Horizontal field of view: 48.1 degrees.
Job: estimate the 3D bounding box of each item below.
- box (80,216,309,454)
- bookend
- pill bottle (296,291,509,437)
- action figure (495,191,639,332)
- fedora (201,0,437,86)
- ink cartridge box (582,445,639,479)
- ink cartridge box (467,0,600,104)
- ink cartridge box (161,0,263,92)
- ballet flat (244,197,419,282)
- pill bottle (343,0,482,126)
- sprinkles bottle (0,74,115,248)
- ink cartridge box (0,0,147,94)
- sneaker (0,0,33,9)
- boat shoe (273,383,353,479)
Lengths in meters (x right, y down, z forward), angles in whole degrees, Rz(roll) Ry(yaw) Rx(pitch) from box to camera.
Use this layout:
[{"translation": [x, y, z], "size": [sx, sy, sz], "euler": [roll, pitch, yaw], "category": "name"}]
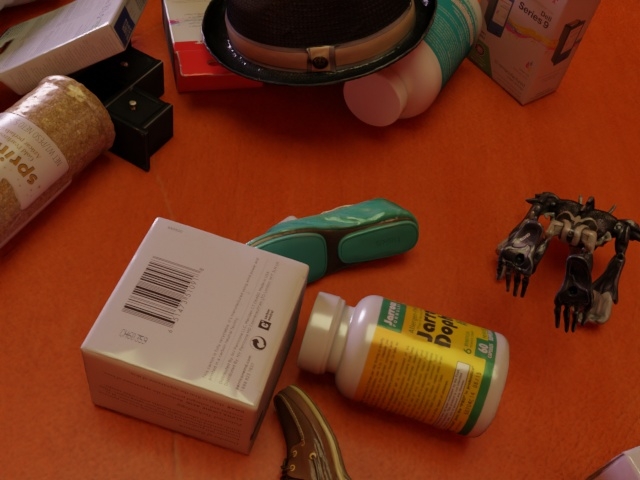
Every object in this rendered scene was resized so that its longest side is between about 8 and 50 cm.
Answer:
[{"translation": [-0.126, 0.099, 0.758], "size": [0.182, 0.119, 0.180], "euler": [18, 51, 3], "category": "box"}, {"translation": [-0.257, -0.198, 0.996], "size": [0.157, 0.072, 0.156], "euler": [29, 53, 12], "category": "bookend"}, {"translation": [0.086, 0.127, 0.775], "size": [0.209, 0.117, 0.117], "euler": [17, 52, 4], "category": "pill bottle"}, {"translation": [0.301, 0.019, 0.891], "size": [0.164, 0.140, 0.276], "euler": [28, 26, 22], "category": "action figure"}, {"translation": [-0.011, -0.355, 0.965], "size": [0.334, 0.152, 0.333], "euler": [-4, 53, 6], "category": "fedora"}, {"translation": [0.450, 0.287, 0.707], "size": [0.308, 0.129, 0.223], "euler": [-12, 56, -18], "category": "ink cartridge box"}, {"translation": [0.330, -0.348, 1.127], "size": [0.093, 0.212, 0.154], "euler": [-26, 61, -26], "category": "ink cartridge box"}, {"translation": [-0.162, -0.302, 1.090], "size": [0.134, 0.078, 0.231], "euler": [-7, 54, -14], "category": "ink cartridge box"}, {"translation": [0.000, 0.000, 0.895], "size": [0.248, 0.083, 0.087], "euler": [-13, 31, -19], "category": "ballet flat"}, {"translation": [0.135, -0.283, 1.084], "size": [0.146, 0.146, 0.264], "euler": [28, 52, 12], "category": "pill bottle"}, {"translation": [-0.393, -0.051, 0.828], "size": [0.121, 0.121, 0.355], "euler": [26, 52, 11], "category": "sprinkles bottle"}, {"translation": [-0.361, -0.282, 1.003], "size": [0.224, 0.045, 0.223], "euler": [-18, 35, 10], "category": "ink cartridge box"}, {"translation": [-0.505, -0.335, 1.000], "size": [0.366, 0.137, 0.210], "euler": [-17, 59, -39], "category": "sneaker"}, {"translation": [-0.011, 0.227, 0.714], "size": [0.060, 0.064, 0.178], "euler": [-15, 59, -23], "category": "boat shoe"}]
